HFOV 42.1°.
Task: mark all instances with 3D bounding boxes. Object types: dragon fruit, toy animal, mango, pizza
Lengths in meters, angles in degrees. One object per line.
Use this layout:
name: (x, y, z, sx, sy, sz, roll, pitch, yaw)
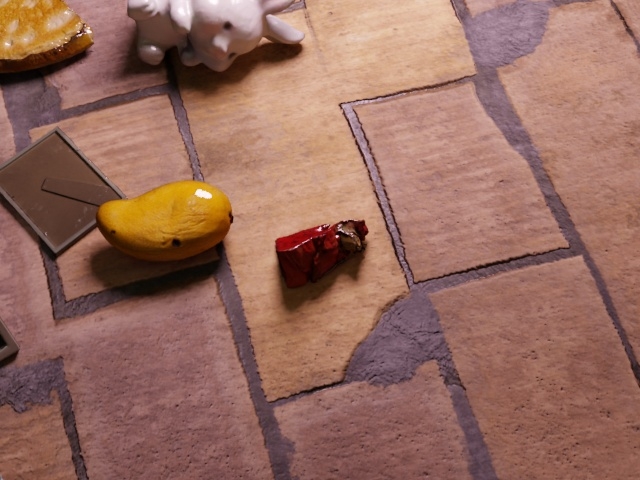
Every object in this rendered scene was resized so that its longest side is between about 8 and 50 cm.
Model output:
dragon fruit: (0.007, 0.018, 1.603, 0.192, 0.122, 0.092, -24, 105, -14)
toy animal: (-0.221, -0.496, 1.786, 0.368, 0.196, 0.241, 11, 62, 9)
mango: (-0.297, -0.036, 1.602, 0.262, 0.109, 0.157, -6, 73, 3)
pizza: (-0.671, -0.471, 1.845, 0.251, 0.074, 0.287, -37, 67, -17)

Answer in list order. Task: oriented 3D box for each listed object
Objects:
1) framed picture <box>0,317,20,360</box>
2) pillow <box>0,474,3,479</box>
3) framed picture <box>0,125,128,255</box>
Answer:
framed picture: (-0.735, 0.179, 1.461, 0.324, 0.020, 0.240, -29, 110, -14)
pillow: (-0.626, 0.445, 1.376, 0.214, 0.086, 0.233, -42, 68, -13)
framed picture: (-0.536, -0.106, 1.690, 0.184, 0.016, 0.250, -41, 70, -18)
